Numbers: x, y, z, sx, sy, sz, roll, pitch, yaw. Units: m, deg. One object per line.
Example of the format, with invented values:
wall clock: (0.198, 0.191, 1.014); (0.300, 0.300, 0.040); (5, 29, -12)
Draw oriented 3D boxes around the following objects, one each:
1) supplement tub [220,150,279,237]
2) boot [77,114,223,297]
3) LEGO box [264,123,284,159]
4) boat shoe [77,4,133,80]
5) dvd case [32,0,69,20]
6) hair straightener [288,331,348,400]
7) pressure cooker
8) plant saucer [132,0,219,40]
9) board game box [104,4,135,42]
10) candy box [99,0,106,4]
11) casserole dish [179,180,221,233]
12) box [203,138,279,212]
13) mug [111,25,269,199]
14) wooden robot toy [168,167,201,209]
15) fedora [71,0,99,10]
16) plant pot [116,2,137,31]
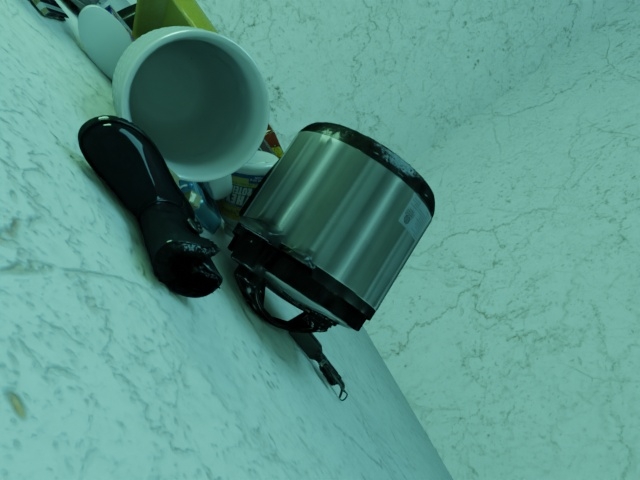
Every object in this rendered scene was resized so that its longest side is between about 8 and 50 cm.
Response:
supplement tub: (-0.177, -0.114, 1.293); (0.144, 0.144, 0.200); (-121, -146, -59)
boot: (-0.238, -0.045, 0.743); (0.207, 0.094, 0.247); (52, -6, 46)
LEGO box: (-0.252, -0.302, 1.917); (0.500, 0.193, 0.373); (58, -7, 52)
boat shoe: (-0.486, -0.447, 1.279); (0.102, 0.108, 0.301); (57, 1, 43)
dvd case: (-0.641, -0.574, 1.095); (0.221, 0.018, 0.164); (52, 2, -22)
hair straightener: (-0.003, 0.296, 1.240); (0.231, 0.047, 0.089); (59, 3, -6)
pressure cooker: (0.003, 0.001, 1.129); (0.369, 0.421, 0.375); (33, -7, -10)
plant saucer: (-0.338, -0.484, 1.321); (0.333, 0.081, 0.332); (55, -25, -5)
board game box: (-0.527, -0.504, 1.540); (0.347, 0.078, 0.233); (52, 4, -42)
candy box: (-0.830, -0.947, 1.814); (0.165, 0.070, 0.196); (54, 3, -9)
casserole dish: (-0.280, -0.092, 1.214); (0.114, 0.037, 0.188); (53, 3, -38)
box: (-0.231, -0.200, 1.447); (0.169, 0.203, 0.167); (55, 10, -3)
mug: (-0.279, -0.259, 1.098); (0.328, 0.276, 0.374); (40, -28, 54)
wooden robot toy: (-0.289, -0.085, 0.933); (0.173, 0.076, 0.079); (50, 40, -57)
fedora: (-0.671, -0.748, 1.383); (0.275, 0.124, 0.244); (47, 7, -41)
plant pot: (-0.634, -0.755, 1.854); (0.187, 0.166, 0.188); (52, 5, -38)
